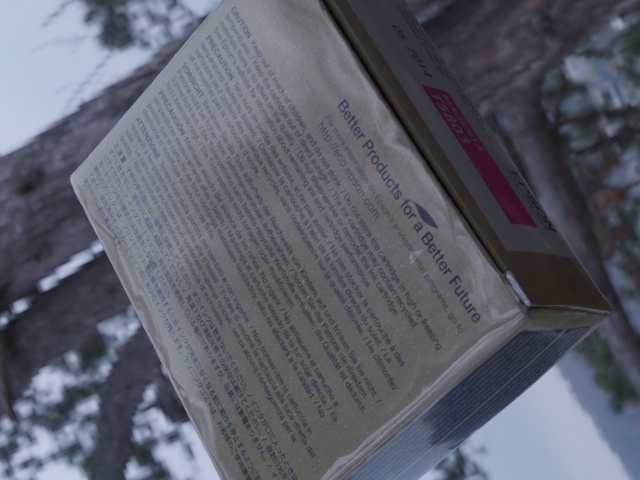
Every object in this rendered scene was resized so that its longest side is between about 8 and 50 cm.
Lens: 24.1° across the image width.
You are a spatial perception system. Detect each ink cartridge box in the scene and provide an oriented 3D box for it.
[{"bbox_3d":[0.000,0.000,0.743,0.088,0.193,0.234,6,-133,-52],"label":"ink cartridge box"}]
